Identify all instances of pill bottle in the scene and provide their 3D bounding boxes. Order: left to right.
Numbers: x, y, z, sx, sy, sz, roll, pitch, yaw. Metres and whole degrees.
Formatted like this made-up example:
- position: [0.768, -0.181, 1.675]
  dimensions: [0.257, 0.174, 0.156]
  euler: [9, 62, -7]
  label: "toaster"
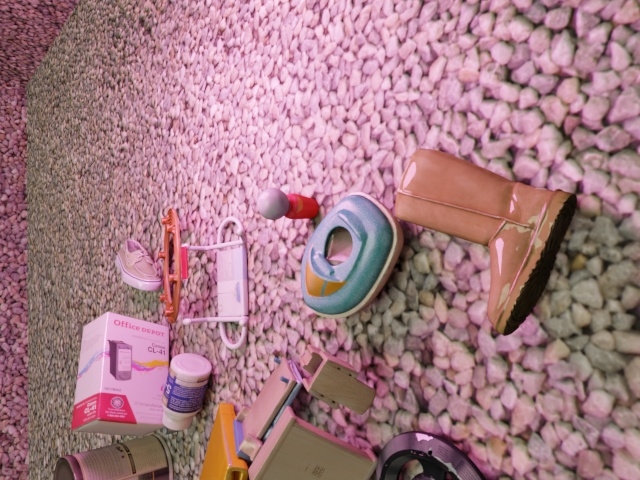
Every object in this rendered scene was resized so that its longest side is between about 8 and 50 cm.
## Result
- position: [-0.375, 0.419, 1.304]
  dimensions: [0.112, 0.112, 0.187]
  euler: [28, 106, 42]
  label: "pill bottle"

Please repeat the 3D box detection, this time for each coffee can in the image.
- position: [-0.609, 0.706, 1.397]
  dimensions: [0.201, 0.275, 0.202]
  euler: [-4, 85, 45]
  label: "coffee can"

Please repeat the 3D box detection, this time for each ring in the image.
- position: [-0.442, 0.072, 1.372]
  dimensions: [0.336, 0.032, 0.337]
  euler: [180, 90, -65]
  label: "ring"

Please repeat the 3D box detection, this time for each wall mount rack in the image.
- position: [-0.235, 0.101, 1.177]
  dimensions: [0.304, 0.130, 0.350]
  euler: [-10, 80, 44]
  label: "wall mount rack"

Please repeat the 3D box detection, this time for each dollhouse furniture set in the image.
- position: [-0.018, 0.359, 0.992]
  dimensions: [0.286, 0.198, 0.303]
  euler: [-58, 16, -3]
  label: "dollhouse furniture set"

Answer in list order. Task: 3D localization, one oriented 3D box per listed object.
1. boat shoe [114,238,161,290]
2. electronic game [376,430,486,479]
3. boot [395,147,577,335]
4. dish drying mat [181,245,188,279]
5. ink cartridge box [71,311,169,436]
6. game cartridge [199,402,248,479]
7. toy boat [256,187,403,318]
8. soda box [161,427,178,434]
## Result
- position: [-0.609, 0.077, 1.567]
  dimensions: [0.302, 0.109, 0.094]
  euler: [27, 104, 45]
  label: "boat shoe"
- position: [0.188, 0.435, 0.791]
  dimensions: [0.229, 0.048, 0.229]
  euler: [6, 99, 43]
  label: "electronic game"
- position: [0.232, -0.009, 0.761]
  dimensions: [0.269, 0.089, 0.236]
  euler: [26, 93, 42]
  label: "boot"
- position: [-0.348, 0.057, 1.214]
  dimensions: [0.032, 0.008, 0.083]
  euler: [-13, 79, 48]
  label: "dish drying mat"
- position: [-0.563, 0.387, 1.364]
  dimensions: [0.131, 0.226, 0.306]
  euler: [-28, 54, 27]
  label: "ink cartridge box"
- position: [-0.235, 0.568, 1.078]
  dimensions: [0.323, 0.052, 0.285]
  euler: [-165, 90, -76]
  label: "game cartridge"
- position: [0.000, 0.000, 0.940]
  dimensions: [0.318, 0.148, 0.267]
  euler: [45, 118, 36]
  label: "toy boat"
- position: [-0.483, 0.511, 1.442]
  dimensions: [0.183, 0.058, 0.063]
  euler: [21, 102, 44]
  label: "soda box"
